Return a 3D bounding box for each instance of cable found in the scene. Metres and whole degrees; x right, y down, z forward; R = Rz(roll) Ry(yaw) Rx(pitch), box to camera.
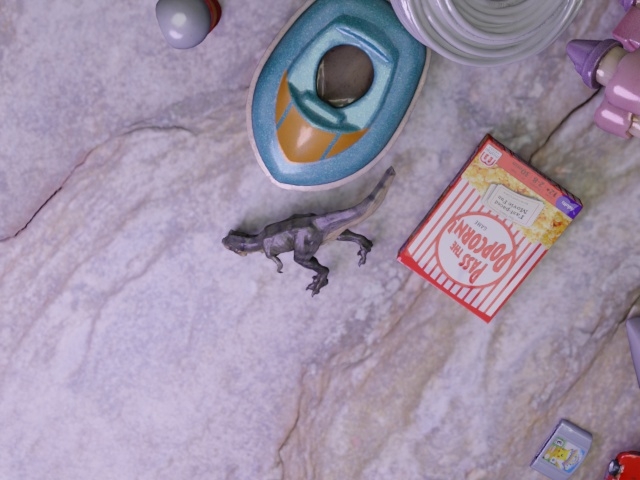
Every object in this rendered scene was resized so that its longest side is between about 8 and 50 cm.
[{"bbox_3d":[0.187,-0.323,1.149,0.257,0.089,0.257,-26,117,-13],"label":"cable"}]

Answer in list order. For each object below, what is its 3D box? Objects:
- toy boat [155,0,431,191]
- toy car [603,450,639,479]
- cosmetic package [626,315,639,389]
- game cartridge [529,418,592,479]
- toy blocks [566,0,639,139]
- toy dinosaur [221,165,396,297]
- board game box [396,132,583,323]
[{"bbox_3d":[-0.044,-0.202,1.230,0.318,0.148,0.268,28,108,-2],"label":"toy boat"},{"bbox_3d":[0.361,0.396,1.403,0.224,0.053,0.239,-15,106,13],"label":"toy car"},{"bbox_3d":[0.603,0.246,1.187,0.393,0.329,0.328,-14,105,10],"label":"cosmetic package"},{"bbox_3d":[0.327,0.286,1.397,0.056,0.017,0.083,28,108,-5],"label":"game cartridge"},{"bbox_3d":[0.412,-0.214,1.145,0.260,0.309,0.289,39,91,32],"label":"toy blocks"},{"bbox_3d":[0.000,0.000,1.315,0.268,0.064,0.118,-20,128,25],"label":"toy dinosaur"},{"bbox_3d":[0.211,-0.014,1.308,0.146,0.045,0.193,34,107,-3],"label":"board game box"}]
